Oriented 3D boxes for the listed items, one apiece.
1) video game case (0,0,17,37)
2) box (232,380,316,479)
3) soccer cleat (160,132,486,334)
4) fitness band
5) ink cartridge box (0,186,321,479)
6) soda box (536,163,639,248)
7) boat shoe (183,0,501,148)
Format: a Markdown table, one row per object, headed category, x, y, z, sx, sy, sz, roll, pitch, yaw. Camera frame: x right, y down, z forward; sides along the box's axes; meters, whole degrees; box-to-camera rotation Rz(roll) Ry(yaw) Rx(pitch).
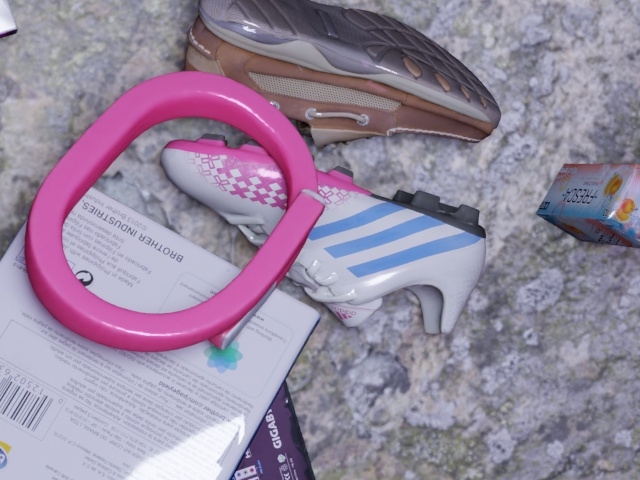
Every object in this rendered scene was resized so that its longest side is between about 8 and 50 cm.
| category | x | y | z | sx | sy | sz | roll | pitch | yaw |
| --- | --- | --- | --- | --- | --- | --- | --- | --- | --- |
| video game case | -0.416 | -0.253 | 1.468 | 0.232 | 0.042 | 0.210 | -19 | 94 | -12 |
| box | -0.135 | 0.303 | 1.534 | 0.293 | 0.073 | 0.296 | -18 | 93 | -10 |
| soccer cleat | 0.000 | 0.000 | 1.536 | 0.331 | 0.116 | 0.143 | 16 | 86 | -14 |
| fitness band | -0.120 | -0.025 | 1.382 | 0.209 | 0.054 | 0.291 | 33 | 55 | 5 |
| ink cartridge box | -0.214 | 0.178 | 1.403 | 0.270 | 0.151 | 0.395 | 29 | 69 | 2 |
| soda box | 0.275 | -0.034 | 1.566 | 0.058 | 0.183 | 0.063 | 31 | 86 | -12 |
| boat shoe | 0.018 | -0.151 | 1.550 | 0.324 | 0.123 | 0.116 | 17 | 121 | -22 |
